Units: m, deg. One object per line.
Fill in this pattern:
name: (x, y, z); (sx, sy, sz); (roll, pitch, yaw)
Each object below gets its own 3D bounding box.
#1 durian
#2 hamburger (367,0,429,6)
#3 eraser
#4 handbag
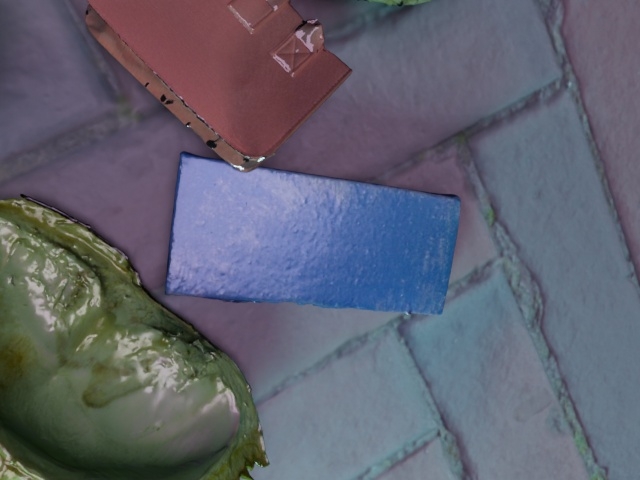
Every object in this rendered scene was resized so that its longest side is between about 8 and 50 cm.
durian: (-0.207, 0.120, 0.450); (0.198, 0.163, 0.394); (-40, 101, -11)
hamburger: (0.082, -0.363, 0.444); (0.276, 0.195, 0.318); (35, 90, -21)
eraser: (0.000, 0.000, 0.550); (0.311, 0.042, 0.144); (6, 95, -18)
handbag: (-0.091, -0.185, 0.473); (0.212, 0.059, 0.157); (44, 73, -11)
